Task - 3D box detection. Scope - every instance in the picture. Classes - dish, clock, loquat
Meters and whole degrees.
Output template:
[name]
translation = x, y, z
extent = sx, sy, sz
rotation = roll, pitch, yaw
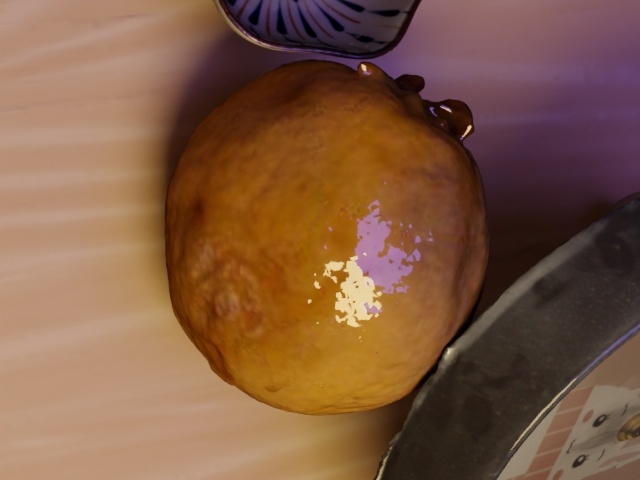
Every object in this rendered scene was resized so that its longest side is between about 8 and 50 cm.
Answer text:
[dish]
translation = -0.020, -0.191, 1.078
extent = 0.190, 0.066, 0.191
rotation = 9, 69, -24
[clock]
translation = 0.213, 0.127, 1.135
extent = 0.386, 0.076, 0.386
rotation = -24, 141, -21
[loquat]
translation = 0.000, 0.000, 1.059
extent = 0.193, 0.238, 0.238
rotation = 16, 93, -39

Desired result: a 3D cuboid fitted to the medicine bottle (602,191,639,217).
[medicine bottle]
translation = 0.337, 0.045, 1.320
extent = 0.250, 0.131, 0.131
rotation = 18, 91, -33
